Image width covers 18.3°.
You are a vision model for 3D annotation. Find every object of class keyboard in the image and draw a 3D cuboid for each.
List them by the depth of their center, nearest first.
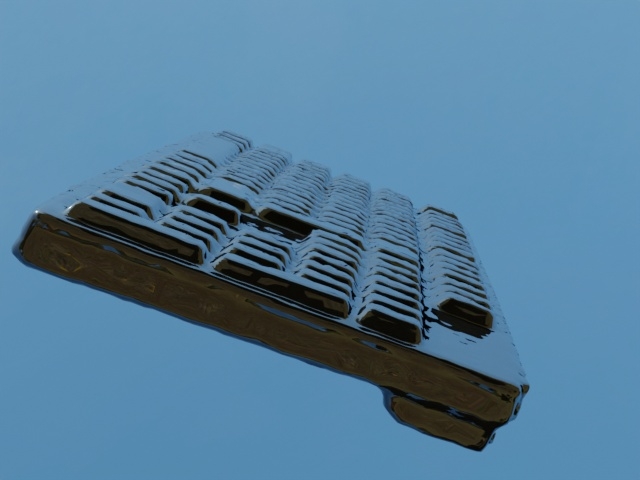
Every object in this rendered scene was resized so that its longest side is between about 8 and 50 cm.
[{"bbox_3d":[0.000,0.000,0.491,0.101,0.310,0.018,21,-84,1],"label":"keyboard"}]
